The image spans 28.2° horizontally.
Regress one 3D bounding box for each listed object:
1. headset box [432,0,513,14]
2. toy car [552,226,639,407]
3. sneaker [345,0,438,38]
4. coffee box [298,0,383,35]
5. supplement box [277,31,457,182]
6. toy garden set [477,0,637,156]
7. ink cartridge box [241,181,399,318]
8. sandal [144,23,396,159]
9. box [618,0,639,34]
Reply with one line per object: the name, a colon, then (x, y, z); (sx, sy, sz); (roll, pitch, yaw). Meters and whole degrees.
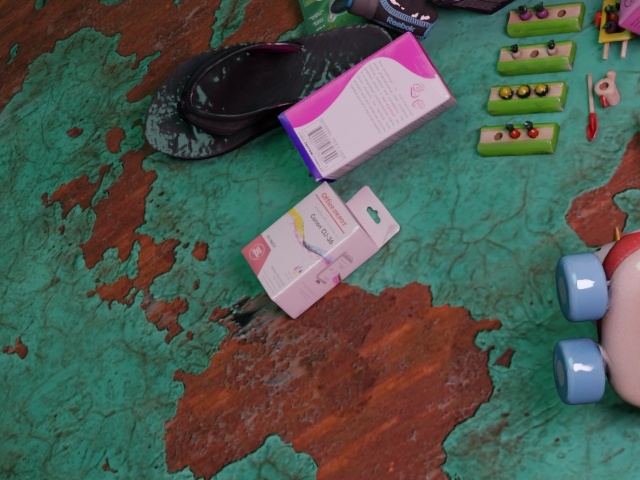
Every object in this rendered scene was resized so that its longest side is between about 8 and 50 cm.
headset box: (0.271, -0.489, 1.771); (0.283, 0.131, 0.246); (-24, 72, 46)
toy car: (0.357, 0.049, 1.446); (0.219, 0.210, 0.238); (-6, 29, -4)
sneaker: (0.157, -0.438, 1.953); (0.139, 0.125, 0.341); (28, 59, -1)
coffee box: (0.030, -0.360, 2.015); (0.113, 0.040, 0.184); (-30, 49, 16)
supplement box: (0.069, -0.185, 1.804); (0.220, 0.114, 0.111); (-31, 85, 12)
toy garden set: (0.328, -0.234, 1.738); (0.203, 0.049, 0.244); (0, 61, 32)
ink cartridge box: (0.000, 0.000, 1.782); (0.198, 0.067, 0.115); (-40, 48, 4)
sandal: (-0.094, -0.241, 1.941); (0.445, 0.107, 0.168); (-14, 78, 24)
box: (0.495, -0.403, 1.627); (0.213, 0.117, 0.243); (135, 152, -59)
